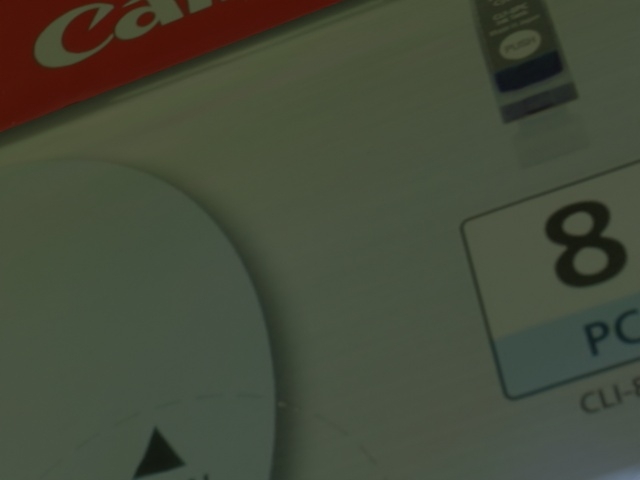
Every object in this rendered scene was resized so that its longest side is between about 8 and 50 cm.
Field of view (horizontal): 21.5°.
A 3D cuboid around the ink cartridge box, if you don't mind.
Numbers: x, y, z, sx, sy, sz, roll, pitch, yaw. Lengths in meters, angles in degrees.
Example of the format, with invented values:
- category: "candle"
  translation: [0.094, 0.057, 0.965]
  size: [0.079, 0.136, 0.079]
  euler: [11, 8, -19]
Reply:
- category: "ink cartridge box"
  translation: [-0.041, -0.039, 0.488]
  size: [0.308, 0.091, 0.385]
  euler: [-20, -131, 11]
